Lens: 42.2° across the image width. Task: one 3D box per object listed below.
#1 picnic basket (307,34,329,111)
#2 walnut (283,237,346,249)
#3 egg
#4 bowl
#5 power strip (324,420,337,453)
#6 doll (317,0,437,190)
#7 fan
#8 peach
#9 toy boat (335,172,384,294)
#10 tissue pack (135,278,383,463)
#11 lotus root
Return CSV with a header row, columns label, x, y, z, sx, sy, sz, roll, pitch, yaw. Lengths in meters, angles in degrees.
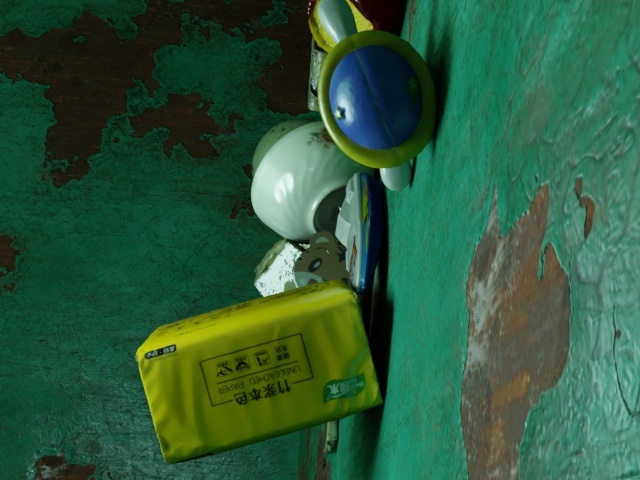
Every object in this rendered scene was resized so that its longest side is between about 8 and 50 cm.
label,x,y,z,sx,sy,sz,roll,pitch,yaw
picnic basket,0.059,-0.396,1.838,0.266,0.165,0.139,-88,4,-54
walnut,0.000,0.000,2.062,0.213,0.213,0.213,-174,90,-87
egg,-0.053,-0.203,2.389,0.379,0.288,0.287,86,-171,-82
bowl,0.007,-0.099,1.741,0.145,0.277,0.277,47,141,41
power strip,0.028,0.460,2.084,0.169,0.028,0.076,-85,3,-48
doll,0.081,-0.240,1.205,0.311,0.160,0.242,68,-159,6
fan,-0.009,0.099,1.644,0.226,0.152,0.008,-52,-11,-11
peach,0.066,-0.452,1.614,0.196,0.190,0.226,-125,47,-57
toy boat,0.074,-0.001,1.564,0.295,0.088,0.129,-88,5,-52
tissue pack,-0.103,0.222,1.475,0.293,0.382,0.228,-161,55,-87
lotus root,-0.008,0.133,1.745,0.142,0.314,0.210,-42,-4,5
